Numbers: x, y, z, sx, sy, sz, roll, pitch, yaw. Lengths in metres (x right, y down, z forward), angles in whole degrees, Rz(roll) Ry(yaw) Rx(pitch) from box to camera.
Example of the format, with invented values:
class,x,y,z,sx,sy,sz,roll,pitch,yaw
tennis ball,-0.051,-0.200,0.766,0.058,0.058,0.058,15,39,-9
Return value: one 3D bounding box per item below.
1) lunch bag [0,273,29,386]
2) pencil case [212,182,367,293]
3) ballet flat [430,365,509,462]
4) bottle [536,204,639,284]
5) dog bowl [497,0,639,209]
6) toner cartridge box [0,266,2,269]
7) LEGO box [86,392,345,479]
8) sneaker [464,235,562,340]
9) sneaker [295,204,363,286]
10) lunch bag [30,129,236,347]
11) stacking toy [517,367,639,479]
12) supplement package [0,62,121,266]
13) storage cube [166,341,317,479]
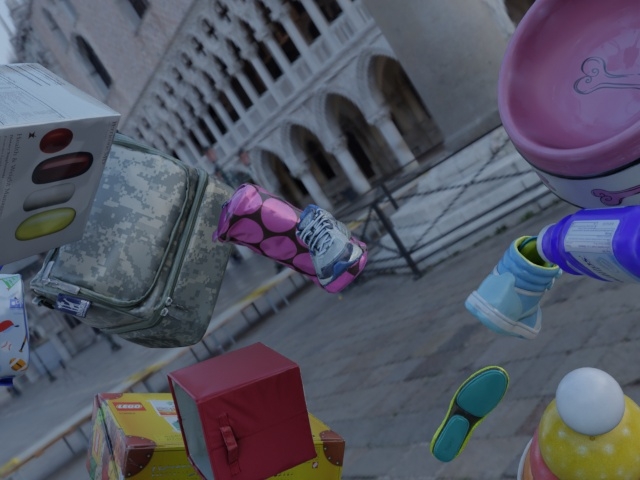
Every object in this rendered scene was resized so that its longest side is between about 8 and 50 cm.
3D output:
class,x,y,z,sx,sy,sz,roll,pitch,yaw
lunch bag,-0.723,0.209,1.620,0.114,0.243,0.303,0,-15,-33
pencil case,-0.041,0.002,1.023,0.098,0.209,0.095,-58,16,14
ballet flat,0.286,0.329,1.437,0.231,0.077,0.077,-60,-6,15
bottle,0.398,0.007,1.027,0.092,0.118,0.283,-64,11,-5
dog bowl,0.441,-0.252,1.094,0.150,0.408,0.408,21,-35,-35
toner cartridge box,-0.645,-0.060,1.132,0.165,0.347,0.075,-56,36,6
LEGO box,-0.250,0.494,1.702,0.499,0.193,0.372,6,3,-26
sneaker,0.438,0.093,1.528,0.208,0.127,0.319,-56,-27,13
sneaker,0.000,0.000,0.723,0.052,0.058,0.135,-42,17,5
lunch bag,-0.297,0.006,1.187,0.212,0.256,0.305,-11,57,50
stacking toy,0.531,0.402,1.420,0.350,0.480,0.351,-13,49,15
supplement package,-0.382,-0.091,0.881,0.203,0.149,0.194,-30,-32,-62
storage cube,-0.141,0.314,1.320,0.193,0.184,0.215,-16,12,-25
